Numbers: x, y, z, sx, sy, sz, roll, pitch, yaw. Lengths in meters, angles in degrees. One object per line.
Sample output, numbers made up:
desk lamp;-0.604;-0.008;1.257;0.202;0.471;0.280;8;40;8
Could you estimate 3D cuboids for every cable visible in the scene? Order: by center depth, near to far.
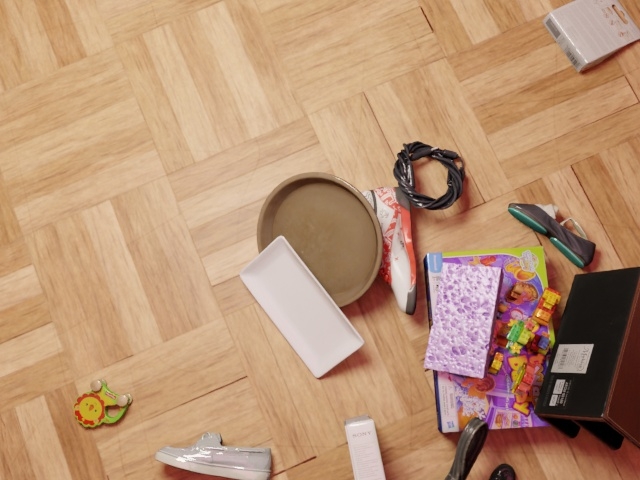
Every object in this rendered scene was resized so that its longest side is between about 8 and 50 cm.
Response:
cable;0.253;0.471;1.324;0.072;0.139;0.287;34;91;48
cable;0.221;-0.136;1.468;0.150;0.047;0.185;28;51;-3

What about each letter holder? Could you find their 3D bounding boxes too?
letter holder;0.562;0.237;1.341;0.214;0.152;0.302;36;64;-23

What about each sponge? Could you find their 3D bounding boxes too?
sponge;0.271;0.148;1.353;0.117;0.031;0.210;7;79;29

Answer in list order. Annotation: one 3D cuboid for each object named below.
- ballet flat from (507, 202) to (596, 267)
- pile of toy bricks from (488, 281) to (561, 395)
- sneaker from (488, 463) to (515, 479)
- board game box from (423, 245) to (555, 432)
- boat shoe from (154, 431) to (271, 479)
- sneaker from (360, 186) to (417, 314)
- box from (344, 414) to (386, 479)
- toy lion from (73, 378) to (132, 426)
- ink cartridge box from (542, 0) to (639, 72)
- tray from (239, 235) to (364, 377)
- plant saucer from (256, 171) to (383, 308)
ballet flat;0.478;-0.028;1.463;0.203;0.074;0.074;39;82;3
pile of toy bricks;0.374;0.171;1.327;0.118;0.105;0.212;25;80;7
sneaker;0.327;0.505;1.350;0.051;0.089;0.170;30;82;8
board game box;0.336;0.193;1.419;0.233;0.078;0.347;-4;78;1
boat shoe;-0.206;0.418;1.403;0.227;0.079;0.081;9;70;-1
sneaker;0.117;0.023;1.459;0.144;0.090;0.270;-4;75;3
box;0.098;0.483;1.292;0.058;0.232;0.322;-10;78;0
toy lion;-0.445;0.336;1.448;0.100;0.034;0.096;27;88;7
ink cartridge box;0.596;-0.463;1.571;0.179;0.045;0.145;-26;77;-22
tray;-0.037;0.131;1.439;0.145;0.030;0.270;-41;84;30
plant saucer;0.000;0.000;1.432;0.277;0.041;0.278;6;104;24
